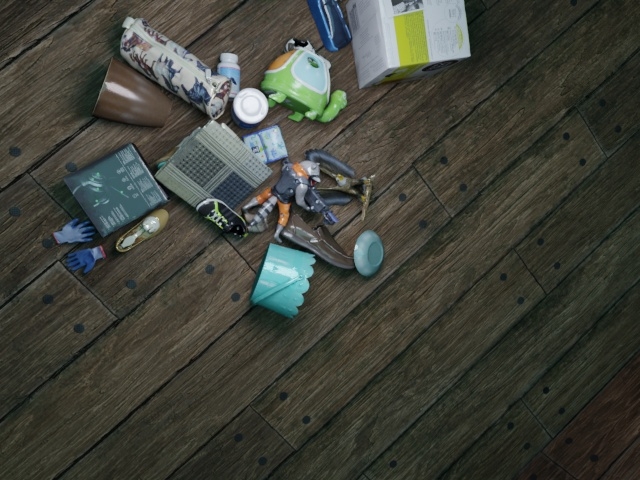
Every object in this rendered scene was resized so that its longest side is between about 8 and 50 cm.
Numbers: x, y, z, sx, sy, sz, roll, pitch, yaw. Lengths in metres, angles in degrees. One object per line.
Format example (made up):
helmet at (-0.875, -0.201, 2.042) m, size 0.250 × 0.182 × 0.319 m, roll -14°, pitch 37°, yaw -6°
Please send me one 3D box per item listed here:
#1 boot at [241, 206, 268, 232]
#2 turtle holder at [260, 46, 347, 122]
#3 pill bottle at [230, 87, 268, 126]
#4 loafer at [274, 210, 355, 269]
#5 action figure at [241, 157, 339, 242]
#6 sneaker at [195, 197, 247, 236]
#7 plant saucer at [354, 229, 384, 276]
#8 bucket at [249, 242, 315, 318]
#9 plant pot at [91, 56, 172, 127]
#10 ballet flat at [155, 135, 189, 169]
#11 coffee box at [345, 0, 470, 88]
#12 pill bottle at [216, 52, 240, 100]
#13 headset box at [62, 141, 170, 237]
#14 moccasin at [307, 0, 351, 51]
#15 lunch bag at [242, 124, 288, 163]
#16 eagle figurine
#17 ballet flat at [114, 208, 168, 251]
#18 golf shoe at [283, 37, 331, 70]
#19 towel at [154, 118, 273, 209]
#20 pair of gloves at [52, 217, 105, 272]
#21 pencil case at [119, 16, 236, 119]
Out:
boot at (-0.260, -0.087, 1.898) m, size 0.087 × 0.042 × 0.118 m, roll -19°, pitch 101°, yaw -18°
turtle holder at (-0.052, -0.573, 1.783) m, size 0.321 × 0.243 × 0.227 m, roll 23°, pitch 91°, yaw -1°
pill bottle at (-0.267, -0.480, 1.756) m, size 0.125 × 0.221 × 0.124 m, roll -1°, pitch 97°, yaw -13°
loafer at (0.000, 0.000, 1.919) m, size 0.366 × 0.134 × 0.130 m, roll 30°, pitch 88°, yaw -15°
action figure at (-0.102, -0.150, 1.769) m, size 0.341 × 0.179 × 0.330 m, roll 44°, pitch 103°, yaw 21°
sneaker at (-0.360, -0.081, 1.793) m, size 0.084 × 0.097 × 0.235 m, roll -44°, pitch 136°, yaw 18°
plant saucer at (0.215, 0.055, 1.980) m, size 0.195 × 0.038 × 0.194 m, roll -3°, pitch 94°, yaw -45°
bucket at (-0.152, 0.151, 1.835) m, size 0.183 × 0.281 × 0.281 m, roll 19°, pitch 91°, yaw -9°
plant pot at (-0.656, -0.496, 1.684) m, size 0.231 × 0.215 × 0.215 m, roll 19°, pitch 91°, yaw -30°
ballet flat at (-0.446, -0.334, 1.795) m, size 0.343 × 0.116 × 0.124 m, roll -6°, pitch 77°, yaw -14°
coffee box at (0.323, -0.803, 1.808) m, size 0.335 × 0.338 × 0.337 m, roll -13°, pitch 98°, yaw -13°
pill bottle at (-0.347, -0.614, 1.791) m, size 0.087 × 0.087 × 0.160 m, roll 2°, pitch 95°, yaw -14°
headset box at (-0.735, -0.178, 1.719) m, size 0.283 × 0.131 × 0.246 m, roll -32°, pitch 103°, yaw -9°
moccasin at (0.025, -0.917, 1.845) m, size 0.117 × 0.138 × 0.341 m, roll -26°, pitch 116°, yaw -14°
lunch bag at (-0.214, -0.367, 1.853) m, size 0.151 × 0.096 × 0.128 m, roll -17°, pitch 103°, yaw 3°
eagle figurine at (0.067, -0.230, 1.908) m, size 0.299 × 0.225 × 0.226 m, roll 14°, pitch 49°, yaw 17°
ballet flat at (-0.666, -0.031, 1.782) m, size 0.232 × 0.073 × 0.080 m, roll -41°, pitch 104°, yaw -7°
golf shoe at (-0.042, -0.718, 1.847) m, size 0.198 × 0.094 × 0.077 m, roll 18°, pitch 72°, yaw -17°
towel at (-0.391, -0.253, 1.760) m, size 0.312 × 0.056 × 0.324 m, roll -41°, pitch 128°, yaw 10°
pair of gloves at (-0.878, 0.021, 1.739) m, size 0.160 × 0.023 × 0.198 m, roll -19°, pitch 103°, yaw 9°
pencil case at (-0.504, -0.606, 1.667) m, size 0.411 × 0.183 × 0.159 m, roll 34°, pitch 63°, yaw -2°
